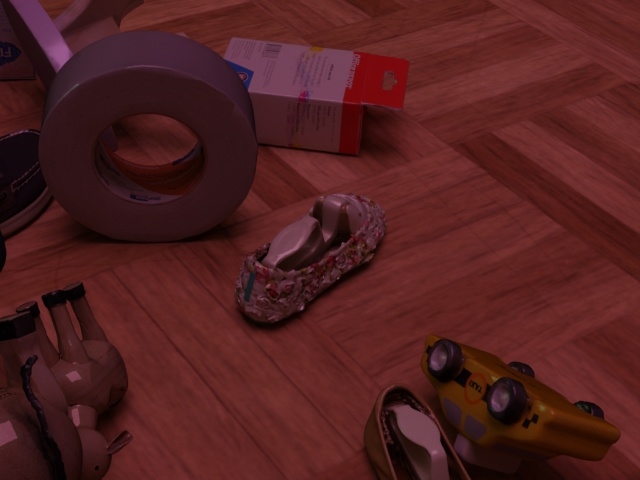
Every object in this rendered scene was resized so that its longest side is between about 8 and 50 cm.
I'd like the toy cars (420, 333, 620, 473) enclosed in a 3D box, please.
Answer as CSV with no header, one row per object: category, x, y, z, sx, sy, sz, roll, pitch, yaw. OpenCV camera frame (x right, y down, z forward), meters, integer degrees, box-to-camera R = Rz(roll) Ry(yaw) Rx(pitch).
toy cars,0.244,0.189,0.852,0.394,0.087,0.176,23,5,20

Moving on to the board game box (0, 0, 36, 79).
board game box,-0.521,-0.342,1.271,0.319,0.318,0.066,-4,38,-12

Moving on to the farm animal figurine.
farm animal figurine,-0.257,0.155,0.770,0.330,0.172,0.327,-23,4,-31

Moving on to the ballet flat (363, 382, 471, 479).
ballet flat,0.092,0.206,0.828,0.080,0.073,0.232,-12,41,-19

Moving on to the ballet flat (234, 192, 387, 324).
ballet flat,0.000,0.000,1.081,0.091,0.077,0.241,22,40,22

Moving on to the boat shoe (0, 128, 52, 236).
boat shoe,-0.374,-0.049,1.090,0.103,0.092,0.285,24,43,21

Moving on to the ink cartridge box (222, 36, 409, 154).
ink cartridge box,-0.011,-0.179,1.308,0.231,0.078,0.134,8,39,4

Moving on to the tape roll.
tape roll,-0.175,-0.102,1.079,0.219,0.219,0.072,-1,40,-7

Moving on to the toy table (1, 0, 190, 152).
toy table,-0.253,-0.228,1.241,0.161,0.252,0.274,-30,64,-15

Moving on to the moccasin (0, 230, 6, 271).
moccasin,-0.420,0.042,0.876,0.342,0.117,0.137,-15,79,4
